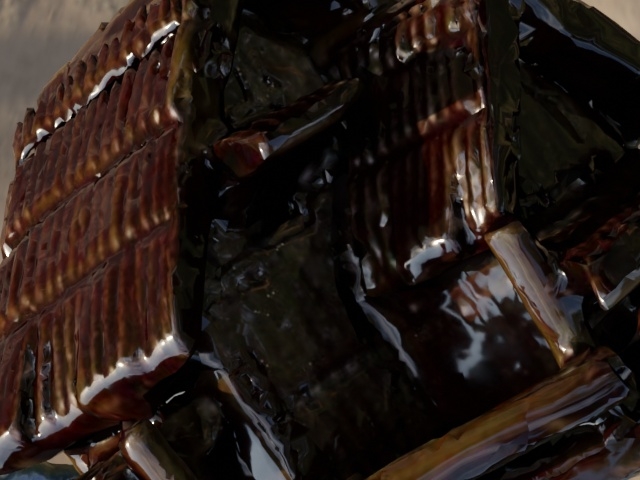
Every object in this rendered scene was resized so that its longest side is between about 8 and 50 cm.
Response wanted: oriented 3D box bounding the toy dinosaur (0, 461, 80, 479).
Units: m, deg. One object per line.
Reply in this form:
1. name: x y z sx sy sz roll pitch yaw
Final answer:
1. toy dinosaur: -0.201 0.075 1.096 0.188 0.075 0.248 2 94 -44

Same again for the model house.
1. model house: 0.000 0.000 0.840 0.317 0.297 0.282 -30 88 47
